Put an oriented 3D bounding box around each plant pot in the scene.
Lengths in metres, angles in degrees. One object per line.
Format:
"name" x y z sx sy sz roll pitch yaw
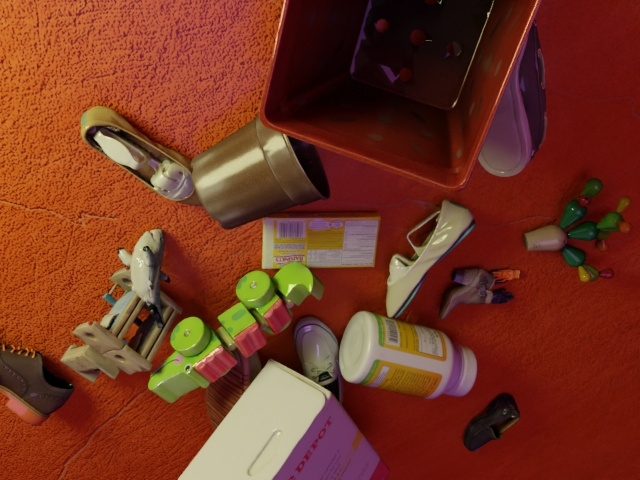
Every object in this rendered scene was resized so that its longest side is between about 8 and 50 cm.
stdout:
"plant pot" -0.095 -0.105 0.857 0.165 0.167 0.167 -24 121 14
"plant pot" 0.110 -0.253 0.725 0.267 0.236 0.268 21 116 9

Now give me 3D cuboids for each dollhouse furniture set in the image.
"dollhouse furniture set" -0.368 0.150 0.989 0.183 0.129 0.129 -19 125 36

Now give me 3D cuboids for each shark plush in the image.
"shark plush" -0.271 0.064 0.937 0.073 0.067 0.161 -18 90 32

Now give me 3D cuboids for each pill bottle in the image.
"pill bottle" 0.172 0.229 1.094 0.245 0.136 0.136 17 115 -18

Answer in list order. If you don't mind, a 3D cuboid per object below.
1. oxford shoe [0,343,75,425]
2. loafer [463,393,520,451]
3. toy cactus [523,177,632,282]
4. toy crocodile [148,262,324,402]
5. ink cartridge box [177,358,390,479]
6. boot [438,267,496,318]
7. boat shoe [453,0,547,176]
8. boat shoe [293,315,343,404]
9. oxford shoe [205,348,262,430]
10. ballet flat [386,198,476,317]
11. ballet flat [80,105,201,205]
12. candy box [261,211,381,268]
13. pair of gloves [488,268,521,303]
"oxford shoe" -0.556 0.212 1.002 0.098 0.097 0.271 -39 124 -10
"loafer" 0.388 0.428 1.287 0.062 0.061 0.170 21 115 -21
"toy cactus" 0.475 -0.003 1.046 0.180 0.112 0.219 -10 129 8
"toy crocodile" -0.143 0.161 0.981 0.340 0.105 0.115 -37 135 -11
"ink cartridge box" -0.048 0.445 1.051 0.279 0.160 0.385 -52 138 -23
"boot" 0.287 0.108 1.096 0.086 0.042 0.119 15 108 -7
"boat shoe" 0.282 -0.265 0.857 0.096 0.116 0.325 -32 117 -40
"boat shoe" 0.009 0.253 1.116 0.083 0.076 0.226 -20 120 2
"oxford shoe" -0.136 0.364 1.148 0.146 0.140 0.397 -18 121 -37
"ballet flat" 0.176 0.029 1.026 0.086 0.086 0.248 29 109 -23
"ballet flat" -0.263 -0.112 0.865 0.232 0.073 0.080 33 110 -25
"candy box" 0.000 0.000 0.999 0.205 0.027 0.105 0 123 -9
"pair of gloves" 0.356 0.092 1.121 0.074 0.010 0.083 0 120 -10
